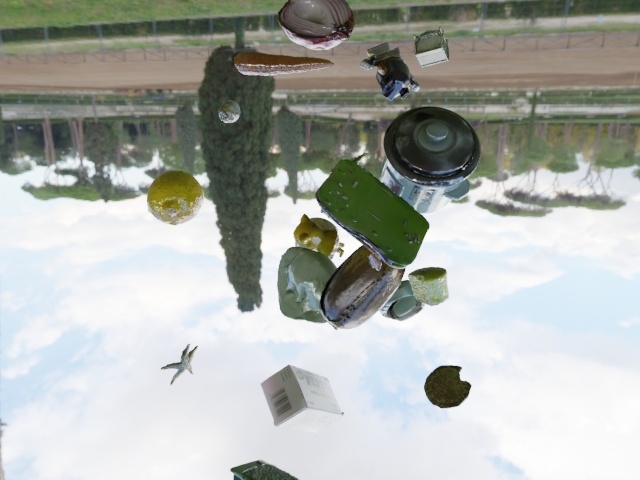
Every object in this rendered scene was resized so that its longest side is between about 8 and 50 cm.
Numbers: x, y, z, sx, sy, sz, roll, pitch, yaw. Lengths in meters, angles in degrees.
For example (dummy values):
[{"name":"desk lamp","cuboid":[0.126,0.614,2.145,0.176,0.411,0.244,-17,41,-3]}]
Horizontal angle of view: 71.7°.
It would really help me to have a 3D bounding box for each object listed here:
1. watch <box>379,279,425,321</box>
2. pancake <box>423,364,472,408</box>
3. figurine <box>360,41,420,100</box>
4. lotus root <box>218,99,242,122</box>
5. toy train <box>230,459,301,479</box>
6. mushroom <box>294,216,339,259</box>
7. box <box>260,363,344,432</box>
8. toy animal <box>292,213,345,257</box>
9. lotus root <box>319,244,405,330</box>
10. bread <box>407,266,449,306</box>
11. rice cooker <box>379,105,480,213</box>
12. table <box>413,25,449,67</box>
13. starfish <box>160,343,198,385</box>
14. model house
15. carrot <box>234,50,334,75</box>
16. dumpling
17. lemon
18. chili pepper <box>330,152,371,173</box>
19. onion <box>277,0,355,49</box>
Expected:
[{"name":"watch","cuboid":[0.370,0.285,2.121,0.241,0.253,0.161,9,-132,-43]},{"name":"pancake","cuboid":[0.571,0.657,2.001,0.212,0.029,0.235,-27,-151,14]},{"name":"figurine","cuboid":[0.310,-0.743,1.951,0.309,0.143,0.308,6,-131,-7]},{"name":"lotus root","cuboid":[-0.368,-0.534,1.824,0.088,0.088,0.165,2,-151,6]},{"name":"toy train","cuboid":[-0.173,0.835,1.396,0.266,0.201,0.145,-1,173,44]},{"name":"mushroom","cuboid":[-0.042,0.004,2.056,0.195,0.253,0.189,-20,-138,-41]},{"name":"box","cuboid":[-0.060,0.598,1.662,0.145,0.333,0.173,-34,-126,10]},{"name":"toy animal","cuboid":[0.000,-0.004,1.868,0.230,0.156,0.156,23,-173,-22]},{"name":"lotus root","cuboid":[0.130,0.160,1.479,0.179,0.397,0.195,11,-144,-42]},{"name":"bread","cuboid":[0.362,0.142,1.453,0.111,0.114,0.129,-17,-166,-18]},{"name":"rice cooker","cuboid":[0.305,-0.229,1.277,0.264,0.316,0.317,-27,-158,-11]},{"name":"table","cuboid":[0.293,-0.513,1.174,0.079,0.062,0.083,-7,175,26]},{"name":"starfish","cuboid":[-0.633,0.579,2.057,0.053,0.175,0.208,28,-112,33]},{"name":"model house","cuboid":[0.105,-0.041,1.148,0.294,0.154,0.207,38,-128,-5]},{"name":"carrot","cuboid":[-0.074,-0.355,0.890,0.216,0.048,0.048,8,-163,17]},{"name":"dumpling","cuboid":[-0.018,0.176,1.711,0.212,0.269,0.321,9,-173,-28]},{"name":"lemon","cuboid":[-0.610,-0.180,1.868,0.234,0.233,0.288,-1,-153,-4]},{"name":"chili pepper","cuboid":[0.126,-0.321,1.961,0.085,0.076,0.359,2,180,-14]},{"name":"onion","cuboid":[0.004,-0.684,1.428,0.227,0.120,0.283,-36,-119,-11]}]
